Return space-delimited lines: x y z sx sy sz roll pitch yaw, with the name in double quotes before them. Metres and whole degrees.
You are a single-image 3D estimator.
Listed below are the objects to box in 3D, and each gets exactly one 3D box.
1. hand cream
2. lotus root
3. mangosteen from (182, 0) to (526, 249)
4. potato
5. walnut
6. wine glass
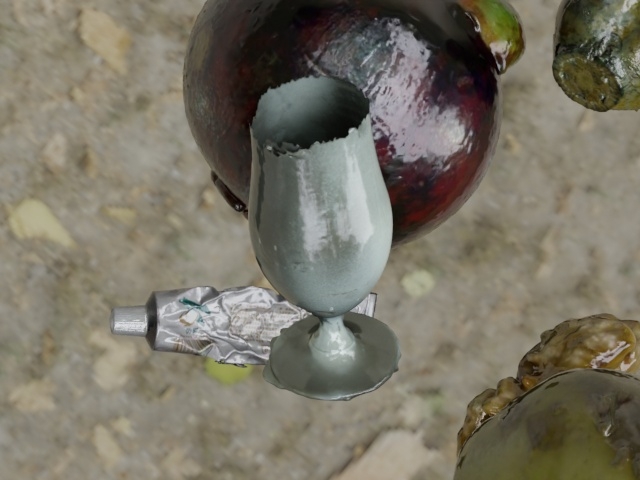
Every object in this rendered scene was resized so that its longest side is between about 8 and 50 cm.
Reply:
"hand cream" -0.063 0.075 1.569 0.257 0.050 0.084 7 87 -26
"lotus root" 0.328 -0.232 1.680 0.275 0.152 0.160 -48 177 -18
"mangosteen" 0.042 -0.160 1.635 0.306 0.306 0.359 31 104 -42
"potato" 0.157 0.133 0.768 0.154 0.200 0.137 11 95 -59
"walnut" 0.160 0.113 1.263 0.170 0.069 0.143 -48 163 14
"wine glass" 0.000 0.000 1.216 0.103 0.103 0.222 -25 131 -25
